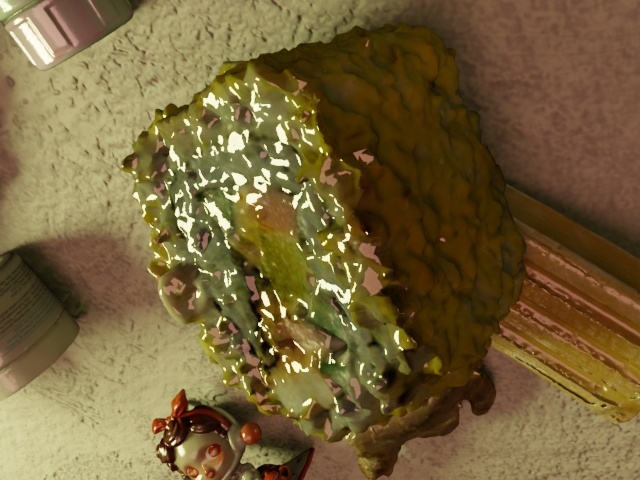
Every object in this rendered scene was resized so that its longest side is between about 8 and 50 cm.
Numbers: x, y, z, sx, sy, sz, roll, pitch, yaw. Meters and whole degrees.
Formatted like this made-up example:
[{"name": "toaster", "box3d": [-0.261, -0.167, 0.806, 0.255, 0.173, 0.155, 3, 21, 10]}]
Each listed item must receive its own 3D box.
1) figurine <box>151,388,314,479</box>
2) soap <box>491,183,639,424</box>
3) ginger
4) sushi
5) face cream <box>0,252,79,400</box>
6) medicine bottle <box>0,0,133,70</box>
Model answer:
[{"name": "figurine", "box3d": [-0.162, 0.336, 1.094, 0.226, 0.160, 0.183, 45, 121, -6]}, {"name": "soap", "box3d": [0.269, 0.069, 0.782, 0.274, 0.089, 0.173, 33, 132, 13]}, {"name": "ginger", "box3d": [0.137, 0.227, 0.979, 0.166, 0.080, 0.333, 28, 119, -21]}, {"name": "sushi", "box3d": [0.000, 0.000, 0.722, 0.351, 0.240, 0.397, -12, 108, 44]}, {"name": "face cream", "box3d": [-0.470, 0.125, 1.012, 0.177, 0.177, 0.153, -24, 111, 27]}, {"name": "medicine bottle", "box3d": [-0.292, -0.281, 0.730, 0.135, 0.135, 0.168, -19, 118, 25]}]
